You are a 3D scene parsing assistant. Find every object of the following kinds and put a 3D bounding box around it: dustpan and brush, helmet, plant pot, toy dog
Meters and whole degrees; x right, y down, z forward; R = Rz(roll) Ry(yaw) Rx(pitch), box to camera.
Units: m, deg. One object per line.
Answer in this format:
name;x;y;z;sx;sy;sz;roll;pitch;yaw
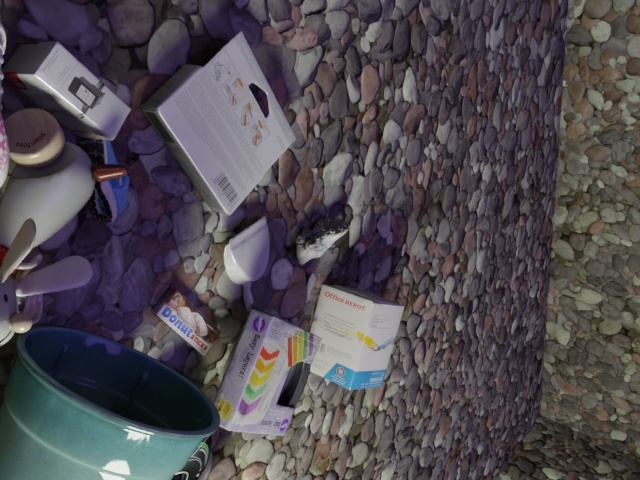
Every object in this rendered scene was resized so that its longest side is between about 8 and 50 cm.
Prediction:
dustpan and brush;-0.160;0.067;1.332;0.147;0.060;0.211;-40;126;-52
helmet;-0.297;0.397;1.193;0.169;0.169;0.162;-47;147;-29
plant pot;-0.391;0.361;0.959;0.341;0.341;0.334;30;88;-51
toy dog;-0.379;-0.015;0.857;0.220;0.160;0.334;46;50;-85

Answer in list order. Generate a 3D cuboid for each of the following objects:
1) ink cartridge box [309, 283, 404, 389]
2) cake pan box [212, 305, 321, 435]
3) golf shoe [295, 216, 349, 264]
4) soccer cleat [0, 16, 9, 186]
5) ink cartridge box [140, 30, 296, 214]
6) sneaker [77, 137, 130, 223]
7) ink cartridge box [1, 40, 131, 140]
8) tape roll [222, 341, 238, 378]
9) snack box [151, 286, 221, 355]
ink cartridge box;0.087;0.251;1.597;0.168;0.171;0.233;13;93;-52
cake pan box;-0.111;0.294;1.310;0.246;0.070;0.267;-66;151;-10
golf shoe;0.000;0.000;1.503;0.176;0.069;0.086;-26;143;-40
soccer cleat;-0.450;-0.230;0.772;0.143;0.116;0.331;-38;116;-59
ink cartridge box;-0.186;-0.228;1.181;0.239;0.060;0.275;-53;137;-25
sneaker;-0.363;-0.115;1.021;0.073;0.063;0.162;-45;141;-56
ink cartridge box;-0.380;-0.222;0.905;0.150;0.109;0.063;46;64;-48
tape roll;-0.129;0.315;1.437;0.219;0.072;0.219;-22;119;-46
snack box;-0.274;0.170;1.247;0.064;0.022;0.178;-55;139;-20
